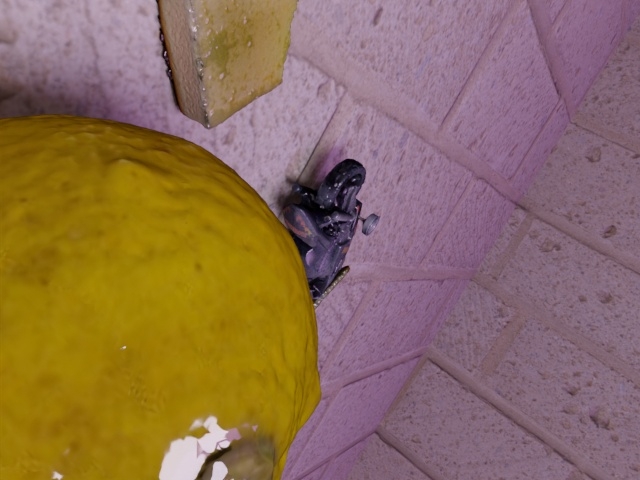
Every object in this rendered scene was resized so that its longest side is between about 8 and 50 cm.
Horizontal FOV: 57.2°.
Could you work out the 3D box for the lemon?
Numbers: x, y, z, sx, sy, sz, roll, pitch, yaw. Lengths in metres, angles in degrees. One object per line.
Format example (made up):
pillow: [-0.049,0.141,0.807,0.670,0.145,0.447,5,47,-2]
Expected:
lemon: [-0.172,0.079,0.428,0.349,0.387,0.350,-21,125,-33]

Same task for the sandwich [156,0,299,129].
sandwich: [-0.082,-0.229,0.581,0.162,0.058,0.193,-42,151,-31]

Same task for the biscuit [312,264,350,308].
biscuit: [-0.027,0.124,1.091,0.203,0.016,0.144,-47,-175,-17]

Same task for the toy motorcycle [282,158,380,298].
toy motorcycle: [0.000,0.000,0.949,0.173,0.108,0.307,-44,159,-27]
